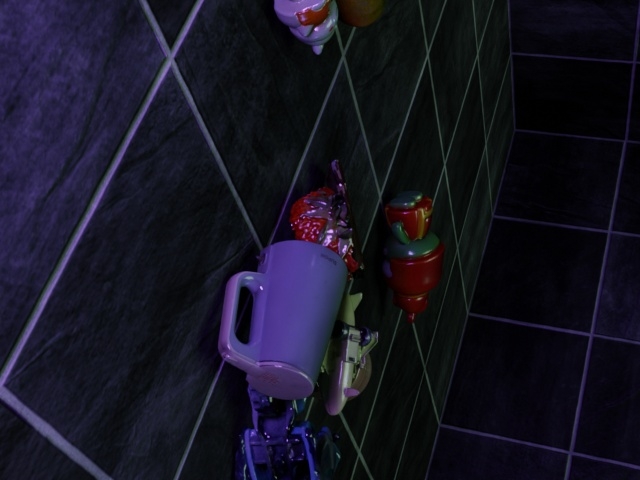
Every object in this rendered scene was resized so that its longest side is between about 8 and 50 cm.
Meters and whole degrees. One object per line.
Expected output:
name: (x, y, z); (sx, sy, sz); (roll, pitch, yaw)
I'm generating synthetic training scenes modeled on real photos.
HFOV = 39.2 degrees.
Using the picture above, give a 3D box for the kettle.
kettle: (-0.068, 0.126, 1.514); (0.210, 0.160, 0.243); (35, 47, -27)

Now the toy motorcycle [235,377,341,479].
toy motorcycle: (-0.059, 0.363, 1.688); (0.232, 0.172, 0.416); (-61, 140, -64)

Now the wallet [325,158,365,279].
wallet: (0.053, -0.041, 1.795); (0.122, 0.031, 0.232); (95, -19, -77)

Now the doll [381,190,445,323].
doll: (0.244, 0.054, 2.363); (0.182, 0.160, 0.363); (-47, 142, -60)

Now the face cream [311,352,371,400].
face cream: (0.023, 0.256, 1.847); (0.104, 0.149, 0.149); (42, 59, -68)

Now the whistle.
whistle: (-0.026, -0.405, 1.515); (0.102, 0.106, 0.253); (62, 7, 24)

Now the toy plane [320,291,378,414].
toy plane: (0.039, 0.208, 1.709); (0.229, 0.092, 0.244); (20, 64, -46)

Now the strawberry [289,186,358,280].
strawberry: (0.000, 0.000, 1.711); (0.286, 0.106, 0.188); (90, -12, -67)

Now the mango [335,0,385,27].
mango: (0.040, -0.510, 1.587); (0.146, 0.129, 0.289); (-119, -169, -55)
